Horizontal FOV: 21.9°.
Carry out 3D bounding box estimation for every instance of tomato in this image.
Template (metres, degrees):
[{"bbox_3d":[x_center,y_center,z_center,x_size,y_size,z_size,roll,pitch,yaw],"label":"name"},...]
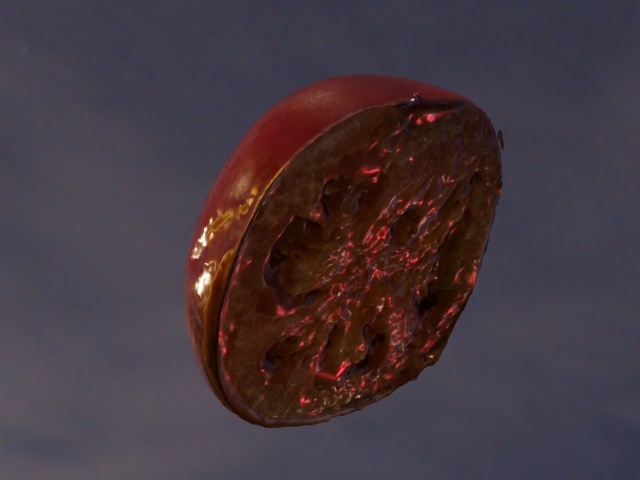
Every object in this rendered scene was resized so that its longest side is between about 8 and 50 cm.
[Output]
[{"bbox_3d":[-0.003,-0.006,1.434,0.143,0.338,0.338,34,-21,38],"label":"tomato"}]
